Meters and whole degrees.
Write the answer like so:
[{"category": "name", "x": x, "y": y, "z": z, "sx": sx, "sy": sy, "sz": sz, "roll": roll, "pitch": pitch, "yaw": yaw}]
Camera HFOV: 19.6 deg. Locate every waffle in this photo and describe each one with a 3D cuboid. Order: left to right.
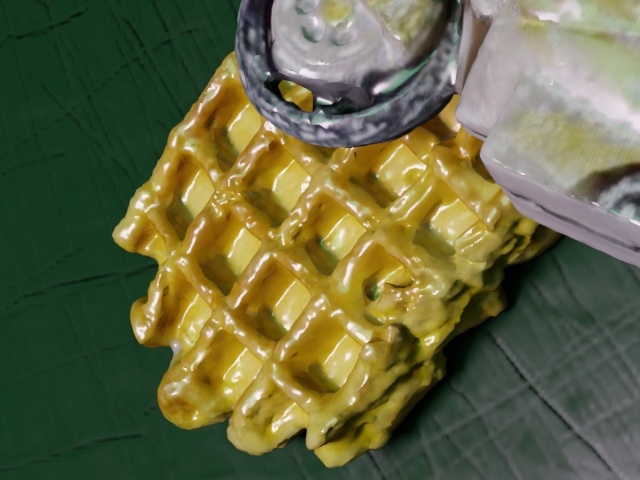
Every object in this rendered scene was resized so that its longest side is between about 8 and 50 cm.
[{"category": "waffle", "x": 0.000, "y": 0.000, "z": 0.775, "sx": 0.160, "sy": 0.055, "sz": 0.211, "roll": 46, "pitch": 110, "yaw": 30}]

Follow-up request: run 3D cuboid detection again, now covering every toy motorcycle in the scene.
[{"category": "toy motorcycle", "x": 0.143, "y": -0.090, "z": 0.641, "sx": 0.340, "sy": 0.108, "sz": 0.223, "roll": 23, "pitch": 79, "yaw": 27}]
